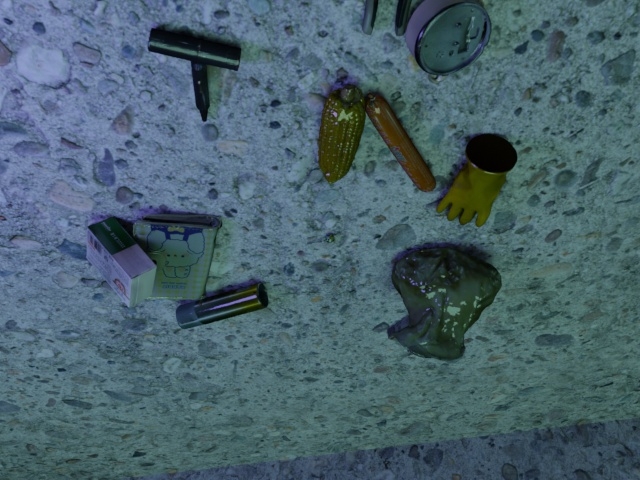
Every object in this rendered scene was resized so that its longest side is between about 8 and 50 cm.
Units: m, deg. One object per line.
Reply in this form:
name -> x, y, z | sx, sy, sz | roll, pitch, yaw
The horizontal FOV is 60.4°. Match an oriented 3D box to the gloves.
gloves -> 0.383, -0.125, 1.385 | 0.133, 0.116, 0.294 | 22, 150, 10

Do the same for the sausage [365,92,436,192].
sausage -> 0.189, -0.215, 1.272 | 0.053, 0.053, 0.348 | -24, 136, 21

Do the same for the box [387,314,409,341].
box -> 0.319, 0.281, 1.886 | 0.055, 0.039, 0.218 | 25, 132, -29

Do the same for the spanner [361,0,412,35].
spanner -> 0.132, -0.500, 0.939 | 0.096, 0.040, 0.324 | -1, 141, -5

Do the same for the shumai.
shumai -> 0.366, 0.206, 1.589 | 0.330, 0.288, 0.292 | -4, 134, 10

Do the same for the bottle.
bottle -> -0.306, 0.204, 1.698 | 0.286, 0.082, 0.082 | -16, 139, 14

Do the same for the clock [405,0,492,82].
clock -> 0.246, -0.391, 1.044 | 0.156, 0.063, 0.229 | -10, 144, -9

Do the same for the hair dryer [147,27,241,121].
hair dryer -> -0.262, -0.323, 1.109 | 0.173, 0.050, 0.195 | 11, 141, -14

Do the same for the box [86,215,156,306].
box -> -0.515, 0.055, 1.413 | 0.081, 0.199, 0.135 | -30, 158, -39

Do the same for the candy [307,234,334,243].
candy -> 0.000, 0.000, 1.537 | 0.083, 0.025, 0.023 | -10, 97, 19

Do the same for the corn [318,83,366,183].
corn -> 0.042, -0.231, 1.209 | 0.097, 0.097, 0.261 | 2, 142, -8

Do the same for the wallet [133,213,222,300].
wallet -> -0.402, 0.047, 1.506 | 0.223, 0.077, 0.309 | 6, 136, -15
